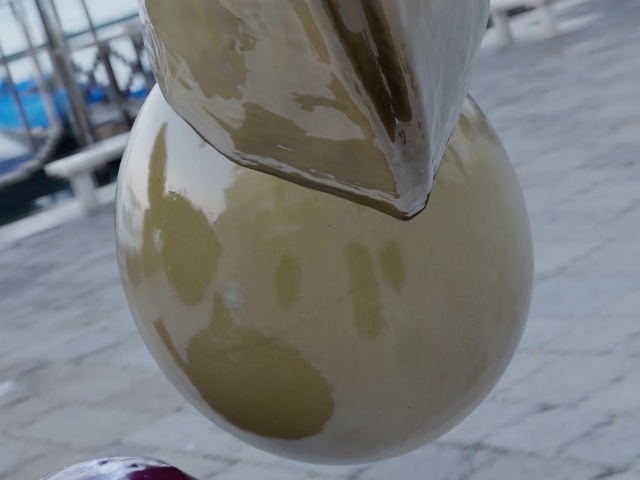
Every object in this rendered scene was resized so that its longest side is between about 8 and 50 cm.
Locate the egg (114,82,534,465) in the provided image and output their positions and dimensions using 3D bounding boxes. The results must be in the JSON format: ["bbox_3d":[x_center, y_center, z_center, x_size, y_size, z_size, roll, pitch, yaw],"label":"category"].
[{"bbox_3d":[0.000,0.000,1.143,0.301,0.374,0.301,-16,44,16],"label":"egg"}]

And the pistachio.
[{"bbox_3d":[0.000,-0.102,0.665,0.163,0.213,0.260,-32,12,5],"label":"pistachio"}]

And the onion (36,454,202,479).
[{"bbox_3d":[-0.177,0.308,1.050,0.385,0.348,0.348,12,-7,-36],"label":"onion"}]
